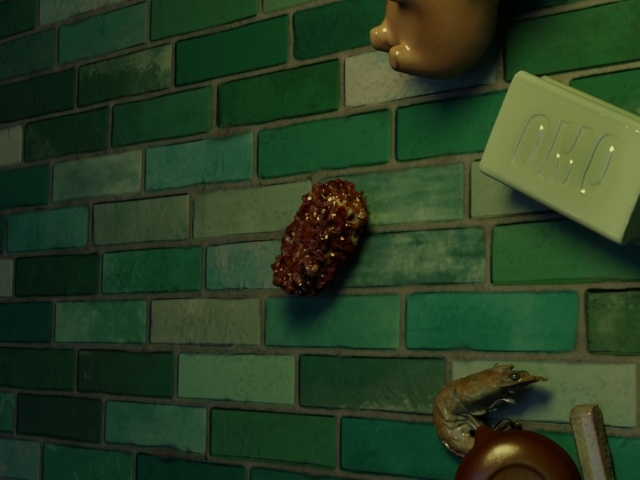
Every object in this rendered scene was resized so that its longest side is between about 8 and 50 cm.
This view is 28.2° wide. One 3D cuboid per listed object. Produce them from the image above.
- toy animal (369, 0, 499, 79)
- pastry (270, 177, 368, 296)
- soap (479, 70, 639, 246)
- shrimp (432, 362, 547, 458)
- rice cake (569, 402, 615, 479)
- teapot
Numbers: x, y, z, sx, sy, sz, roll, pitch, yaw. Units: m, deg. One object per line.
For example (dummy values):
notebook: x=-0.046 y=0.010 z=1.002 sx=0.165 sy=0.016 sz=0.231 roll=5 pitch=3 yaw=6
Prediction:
toy animal: x=0.204 y=-0.385 z=1.841 sx=0.237 sy=0.269 sz=0.326 roll=54 pitch=155 yaw=34
pastry: x=0.000 y=0.001 z=2.087 sx=0.208 sy=0.097 sz=0.115 roll=-62 pitch=31 yaw=20
soap: x=0.357 y=-0.114 z=1.742 sx=0.265 sy=0.087 sz=0.160 roll=34 pitch=111 yaw=42
shrimp: x=0.246 y=0.250 z=1.853 sx=0.223 sy=0.047 sz=0.126 roll=-32 pitch=71 yaw=45
rice cake: x=0.378 y=0.320 z=1.721 sx=0.047 sy=0.036 sz=0.206 roll=-22 pitch=70 yaw=29
teapot: x=0.285 y=0.368 z=1.761 sx=0.178 sy=0.135 sz=0.252 roll=-32 pitch=81 yaw=9
